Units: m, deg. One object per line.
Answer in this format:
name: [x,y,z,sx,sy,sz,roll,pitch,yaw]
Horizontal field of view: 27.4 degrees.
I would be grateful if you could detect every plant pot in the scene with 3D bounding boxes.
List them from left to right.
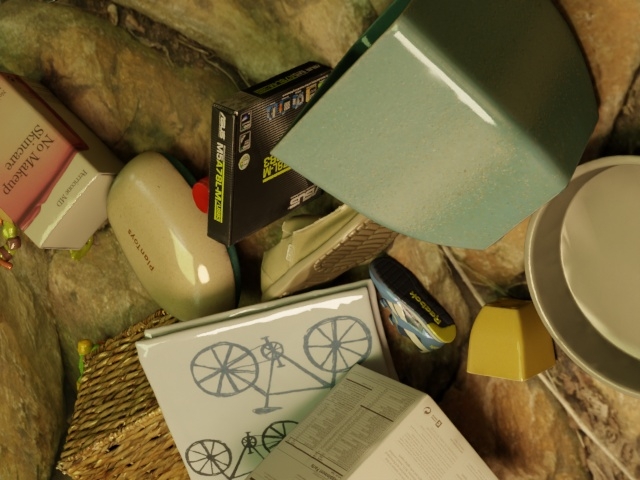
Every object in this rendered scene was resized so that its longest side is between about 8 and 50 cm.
plant pot: [0.148,-0.138,1.397,0.252,0.247,0.248,41,135,-6]
plant pot: [0.228,0.114,1.571,0.081,0.081,0.083,6,103,39]

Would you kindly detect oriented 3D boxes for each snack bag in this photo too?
snack bag: [-0.044,0.232,1.764,0.323,0.037,0.342,-15,115,5]

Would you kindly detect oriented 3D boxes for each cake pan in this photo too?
cake pan: [0.363,0.038,1.430,0.293,0.054,0.293,19,124,32]

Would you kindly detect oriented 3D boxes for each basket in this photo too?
basket: [-0.212,0.251,1.961,0.299,0.223,0.213,-32,125,31]

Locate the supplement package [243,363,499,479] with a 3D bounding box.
supplement package: [0.053,0.328,1.628,0.199,0.263,0.198,51,165,-21]

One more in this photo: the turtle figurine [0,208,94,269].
turtle figurine: [-0.462,-0.036,2.066,0.217,0.087,0.269,15,106,23]

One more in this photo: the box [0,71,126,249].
box: [-0.412,-0.115,1.920,0.232,0.127,0.148,43,102,15]

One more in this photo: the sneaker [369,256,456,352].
sneaker: [0.107,0.085,1.674,0.144,0.053,0.059,51,137,9]

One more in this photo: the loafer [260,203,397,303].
loafer: [0.000,0.000,1.685,0.268,0.102,0.092,-39,63,39]

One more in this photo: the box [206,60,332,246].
box: [-0.062,-0.109,1.617,0.045,0.191,0.184,23,124,31]

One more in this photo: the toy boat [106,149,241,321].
toy boat: [-0.155,-0.027,1.791,0.318,0.148,0.267,-37,80,52]

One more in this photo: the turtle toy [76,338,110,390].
turtle toy: [-0.335,0.209,2.103,0.130,0.066,0.095,20,116,30]

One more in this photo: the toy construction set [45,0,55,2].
toy construction set: [-0.352,-0.432,1.737,0.328,0.151,0.215,-1,111,52]
